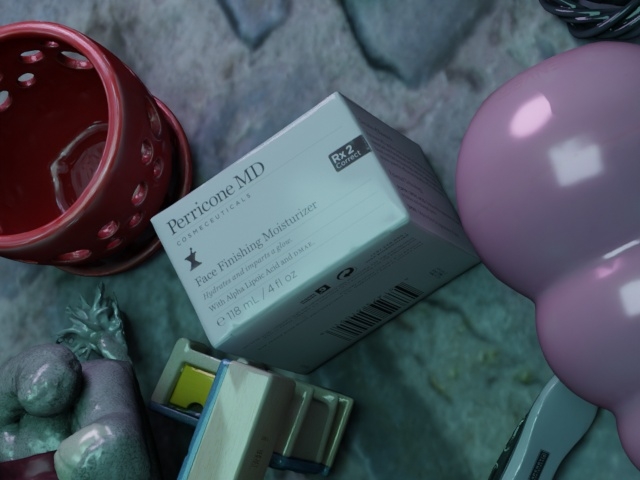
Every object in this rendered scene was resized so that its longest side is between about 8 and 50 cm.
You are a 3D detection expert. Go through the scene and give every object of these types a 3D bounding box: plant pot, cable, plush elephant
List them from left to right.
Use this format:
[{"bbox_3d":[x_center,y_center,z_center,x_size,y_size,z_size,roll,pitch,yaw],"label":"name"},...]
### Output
[{"bbox_3d":[-0.257,0.182,1.486,0.255,0.271,0.330,-15,44,-4],"label":"plush elephant"},{"bbox_3d":[-0.208,-0.068,1.574,0.191,0.174,0.191,-5,78,23],"label":"plant pot"},{"bbox_3d":[0.223,-0.245,1.505,0.150,0.047,0.184,-44,68,14],"label":"cable"}]

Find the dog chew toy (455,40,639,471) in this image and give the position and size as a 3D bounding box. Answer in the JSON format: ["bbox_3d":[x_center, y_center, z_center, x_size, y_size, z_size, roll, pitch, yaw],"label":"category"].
[{"bbox_3d":[0.231,0.029,1.362,0.207,0.206,0.331,-27,78,16],"label":"dog chew toy"}]

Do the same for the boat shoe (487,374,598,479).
[{"bbox_3d":[0.162,0.153,1.442,0.142,0.049,0.040,-61,26,-4],"label":"boat shoe"}]

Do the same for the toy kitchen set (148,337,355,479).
[{"bbox_3d":[-0.089,0.145,1.457,0.166,0.207,0.122,18,86,23],"label":"toy kitchen set"}]

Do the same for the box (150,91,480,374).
[{"bbox_3d":[0.000,0.000,1.467,0.181,0.182,0.119,-34,69,14],"label":"box"}]
